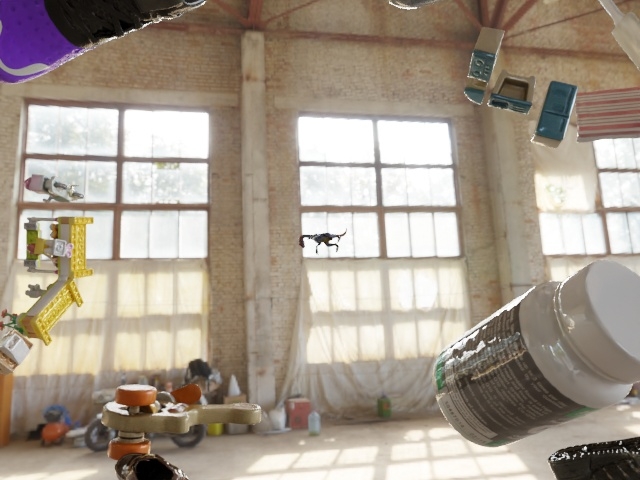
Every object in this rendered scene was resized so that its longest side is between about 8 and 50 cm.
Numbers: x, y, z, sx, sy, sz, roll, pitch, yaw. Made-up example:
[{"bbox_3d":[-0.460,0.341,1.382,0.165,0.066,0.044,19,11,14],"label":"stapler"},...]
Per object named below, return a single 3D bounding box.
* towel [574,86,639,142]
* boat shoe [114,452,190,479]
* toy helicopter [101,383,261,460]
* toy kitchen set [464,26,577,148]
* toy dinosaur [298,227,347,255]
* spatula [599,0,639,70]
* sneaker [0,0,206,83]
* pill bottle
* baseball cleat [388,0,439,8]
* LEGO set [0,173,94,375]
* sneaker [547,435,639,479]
[{"bbox_3d":[0.465,-0.190,0.806,0.144,0.029,0.197,0,32,25],"label":"towel"},{"bbox_3d":[-0.316,0.429,0.986,0.206,0.073,0.073,-2,-51,36],"label":"boat shoe"},{"bbox_3d":[-0.313,0.399,1.226,0.354,0.140,0.235,7,-9,-22],"label":"toy helicopter"},{"bbox_3d":[0.378,-0.285,1.003,0.207,0.122,0.166,17,-12,13],"label":"toy kitchen set"},{"bbox_3d":[0.000,0.000,1.099,0.082,0.047,0.090,17,31,19],"label":"toy dinosaur"},{"bbox_3d":[0.452,-0.387,0.763,0.019,0.242,0.168,-19,-18,-12],"label":"spatula"},{"bbox_3d":[-0.188,-0.241,0.491,0.146,0.293,0.102,40,-11,27],"label":"sneaker"},{"bbox_3d":[0.363,0.194,0.874,0.204,0.204,0.361,3,-34,-26],"label":"pill bottle"},{"bbox_3d":[0.136,-0.187,0.314,0.205,0.109,0.072,-37,-21,-8],"label":"baseball cleat"},{"bbox_3d":[-0.421,0.051,0.777,0.107,0.287,0.132,3,-19,12],"label":"LEGO set"},{"bbox_3d":[0.271,0.227,0.471,0.051,0.089,0.170,-8,-16,-45],"label":"sneaker"}]
